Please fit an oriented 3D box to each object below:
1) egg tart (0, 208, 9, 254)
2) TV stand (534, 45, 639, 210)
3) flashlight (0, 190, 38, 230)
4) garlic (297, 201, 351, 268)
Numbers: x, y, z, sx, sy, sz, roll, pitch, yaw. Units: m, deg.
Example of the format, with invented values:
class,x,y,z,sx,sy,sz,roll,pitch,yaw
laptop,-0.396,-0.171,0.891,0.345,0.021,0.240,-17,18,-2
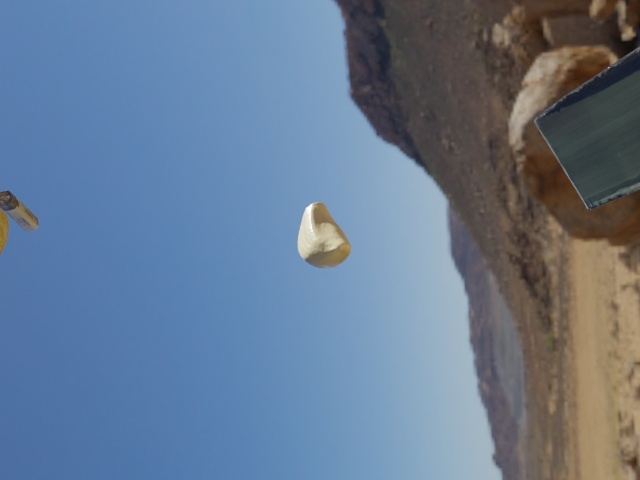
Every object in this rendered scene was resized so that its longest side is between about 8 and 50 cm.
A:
class,x,y,z,sx,sy,sz,roll,pitch,yaw
egg tart,-0.348,-0.004,0.824,0.130,0.052,0.130,-22,-56,-37
TV stand,0.238,-0.101,0.528,0.082,0.088,0.269,59,159,1
flashlight,-0.353,-0.034,1.072,0.083,0.018,0.018,78,179,-70
garlic,0.001,0.000,0.943,0.053,0.041,0.083,-65,36,35
